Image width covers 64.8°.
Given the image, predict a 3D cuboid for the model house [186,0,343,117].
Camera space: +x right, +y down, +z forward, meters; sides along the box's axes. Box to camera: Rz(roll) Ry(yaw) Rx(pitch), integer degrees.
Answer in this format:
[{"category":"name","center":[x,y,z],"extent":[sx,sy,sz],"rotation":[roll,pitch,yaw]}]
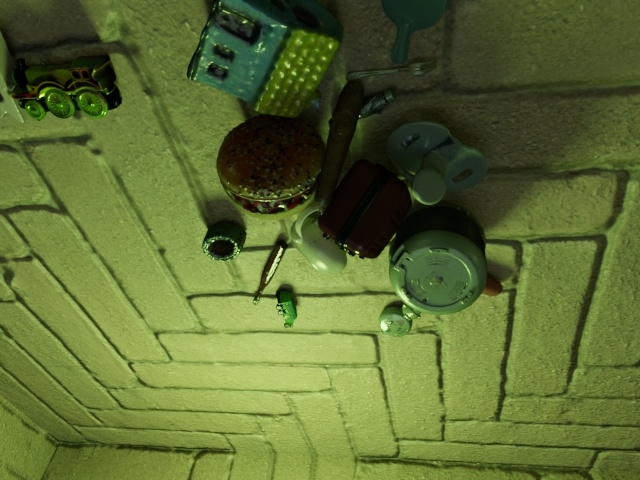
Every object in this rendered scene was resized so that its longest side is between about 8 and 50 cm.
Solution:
[{"category":"model house","center":[-0.108,-0.426,1.125],"extent":[0.303,0.216,0.237],"rotation":[21,134,-19]}]

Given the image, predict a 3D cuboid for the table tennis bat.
[{"category":"table tennis bat","center":[0.195,-0.496,1.101],"extent":[0.149,0.038,0.237],"rotation":[22,141,12]}]

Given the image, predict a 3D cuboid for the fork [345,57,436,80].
[{"category":"fork","center":[0.168,-0.408,1.214],"extent":[0.219,0.028,0.034],"rotation":[-4,138,13]}]

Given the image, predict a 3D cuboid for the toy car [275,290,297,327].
[{"category":"toy car","center":[-0.126,0.262,1.915],"extent":[0.062,0.071,0.165],"rotation":[-13,133,3]}]

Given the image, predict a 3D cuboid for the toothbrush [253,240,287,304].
[{"category":"toothbrush","center":[-0.189,0.124,1.806],"extent":[0.040,0.041,0.364],"rotation":[20,135,-10]}]

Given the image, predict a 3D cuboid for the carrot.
[{"category":"carrot","center":[0.042,-0.228,1.225],"extent":[0.070,0.342,0.070],"rotation":[15,171,2]}]

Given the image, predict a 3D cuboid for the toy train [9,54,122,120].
[{"category":"toy train","center":[-0.669,-0.400,1.319],"extent":[0.296,0.100,0.161],"rotation":[0,128,10]}]

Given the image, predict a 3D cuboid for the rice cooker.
[{"category":"rice cooker","center":[0.339,0.049,1.471],"extent":[0.288,0.277,0.288],"rotation":[5,119,10]}]

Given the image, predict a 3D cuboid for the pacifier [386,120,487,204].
[{"category":"pacifier","center":[0.286,-0.175,1.305],"extent":[0.279,0.207,0.227],"rotation":[28,144,-18]}]

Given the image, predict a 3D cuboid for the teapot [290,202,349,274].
[{"category":"teapot","center":[0.000,0.000,1.541],"extent":[0.165,0.208,0.300],"rotation":[-28,145,-4]}]

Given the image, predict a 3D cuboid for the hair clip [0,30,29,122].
[{"category":"hair clip","center":[-0.845,-0.458,1.299],"extent":[0.101,0.085,0.331],"rotation":[9,142,3]}]

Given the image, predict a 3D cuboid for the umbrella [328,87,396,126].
[{"category":"umbrella","center":[0.107,-0.333,1.293],"extent":[0.188,0.046,0.050],"rotation":[-23,151,27]}]

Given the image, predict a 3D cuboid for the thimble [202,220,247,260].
[{"category":"thimble","center":[-0.320,0.000,1.665],"extent":[0.135,0.090,0.118],"rotation":[-26,126,30]}]

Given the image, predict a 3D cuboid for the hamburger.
[{"category":"hamburger","center":[-0.121,-0.197,1.294],"extent":[0.300,0.300,0.176],"rotation":[5,152,4]}]

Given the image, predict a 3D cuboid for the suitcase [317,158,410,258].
[{"category":"suitcase","center":[0.126,-0.075,1.336],"extent":[0.161,0.297,0.236],"rotation":[35,94,14]}]

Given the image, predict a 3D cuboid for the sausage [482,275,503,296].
[{"category":"sausage","center":[0.531,0.139,1.680],"extent":[0.154,0.062,0.062],"rotation":[22,134,-11]}]

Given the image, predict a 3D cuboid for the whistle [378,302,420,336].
[{"category":"whistle","center":[0.310,0.274,1.856],"extent":[0.126,0.067,0.258],"rotation":[40,125,-11]}]
